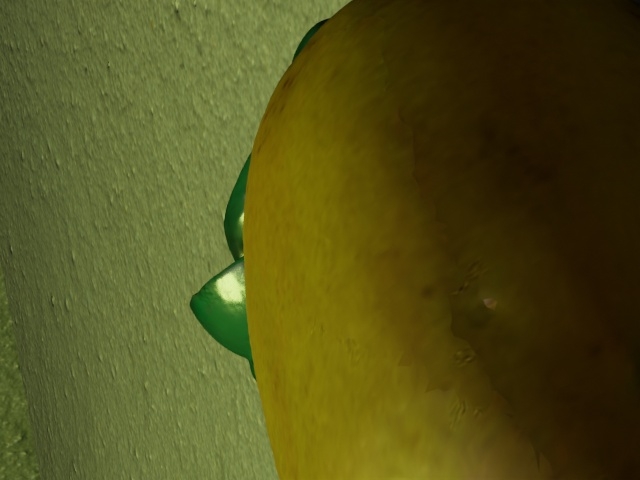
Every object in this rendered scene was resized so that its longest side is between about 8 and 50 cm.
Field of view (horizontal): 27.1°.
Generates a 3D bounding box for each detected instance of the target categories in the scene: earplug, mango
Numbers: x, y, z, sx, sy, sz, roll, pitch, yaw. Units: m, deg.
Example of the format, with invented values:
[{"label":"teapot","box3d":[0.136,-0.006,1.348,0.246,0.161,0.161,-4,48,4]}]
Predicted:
[{"label":"earplug","box3d":[0.007,-0.003,0.985,0.257,0.164,0.280,-26,86,34]},{"label":"mango","box3d":[0.088,0.050,0.618,0.445,0.232,0.300,-103,25,-49]}]
